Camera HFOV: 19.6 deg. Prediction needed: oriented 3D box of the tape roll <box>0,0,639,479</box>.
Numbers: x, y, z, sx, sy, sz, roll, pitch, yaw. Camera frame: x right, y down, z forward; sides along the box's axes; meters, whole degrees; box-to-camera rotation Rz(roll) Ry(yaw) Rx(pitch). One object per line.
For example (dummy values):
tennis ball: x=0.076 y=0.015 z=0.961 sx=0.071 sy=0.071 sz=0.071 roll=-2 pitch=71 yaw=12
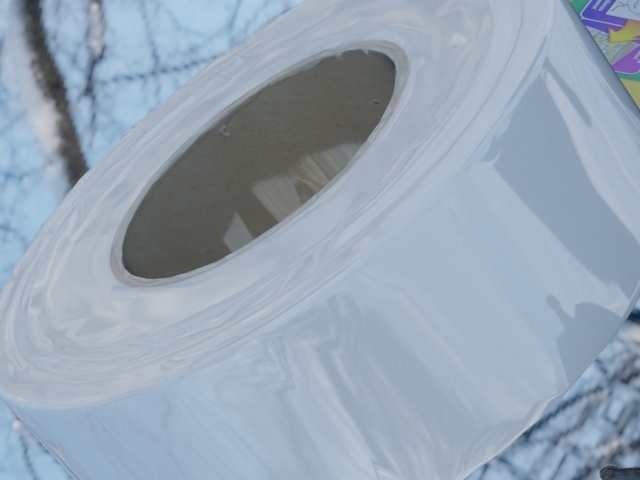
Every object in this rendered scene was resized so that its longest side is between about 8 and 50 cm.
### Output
tape roll: x=0.000 y=0.000 z=0.777 sx=0.100 sy=0.286 sz=0.286 roll=52 pitch=-153 yaw=-23

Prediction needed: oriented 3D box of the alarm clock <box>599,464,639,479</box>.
alarm clock: x=0.212 y=0.096 z=0.690 sx=0.192 sy=0.129 sz=0.064 roll=29 pitch=-132 yaw=0

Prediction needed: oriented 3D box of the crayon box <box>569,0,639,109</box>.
crayon box: x=0.209 y=-0.155 z=1.124 sx=0.165 sy=0.278 sz=0.081 roll=9 pitch=-116 yaw=-14
